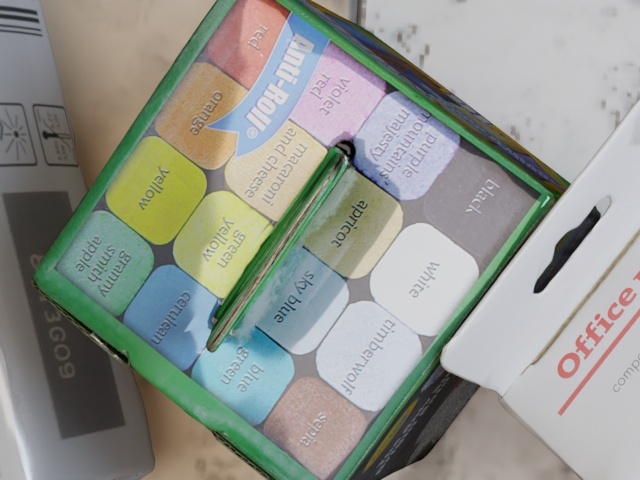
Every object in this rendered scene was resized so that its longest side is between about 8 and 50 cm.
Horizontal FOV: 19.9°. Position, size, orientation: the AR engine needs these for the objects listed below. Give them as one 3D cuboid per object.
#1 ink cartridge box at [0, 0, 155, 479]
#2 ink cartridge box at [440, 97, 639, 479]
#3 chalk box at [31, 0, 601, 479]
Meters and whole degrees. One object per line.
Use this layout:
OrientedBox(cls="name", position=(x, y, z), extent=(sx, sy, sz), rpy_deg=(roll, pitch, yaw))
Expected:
OrientedBox(cls="ink cartridge box", position=(-0.276, -0.002, 0.795), extent=(0.385, 0.091, 0.308), rpy_deg=(-18, 85, 30))
OrientedBox(cls="ink cartridge box", position=(0.141, 0.043, 0.606), extent=(0.115, 0.198, 0.067), rpy_deg=(-54, 45, 8))
OrientedBox(cls="chalk box", position=(0.000, 0.000, 0.637), extent=(0.132, 0.213, 0.132), rpy_deg=(38, 98, 12))
